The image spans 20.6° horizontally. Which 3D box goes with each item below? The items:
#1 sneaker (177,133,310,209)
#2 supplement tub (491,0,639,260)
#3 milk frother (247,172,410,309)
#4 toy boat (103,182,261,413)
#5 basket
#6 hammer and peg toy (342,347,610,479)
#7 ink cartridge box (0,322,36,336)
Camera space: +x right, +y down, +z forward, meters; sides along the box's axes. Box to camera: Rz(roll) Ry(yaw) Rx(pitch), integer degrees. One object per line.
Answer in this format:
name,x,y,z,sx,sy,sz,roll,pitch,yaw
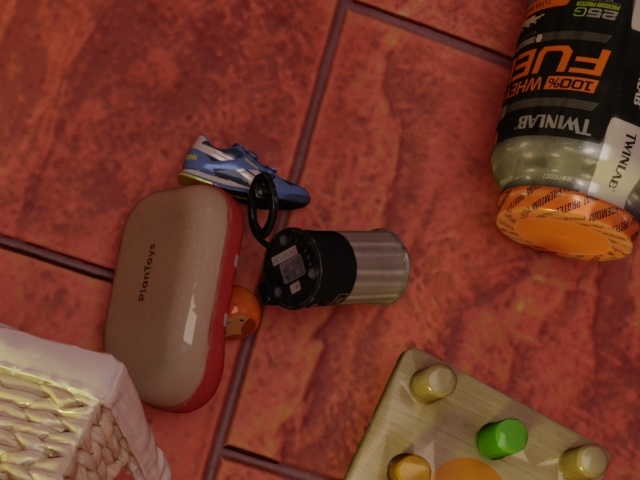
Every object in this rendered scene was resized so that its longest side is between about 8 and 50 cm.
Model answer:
sneaker,-0.076,-0.071,1.865,0.144,0.053,0.059,17,71,-13
supplement tub,0.298,-0.149,1.914,0.193,0.193,0.316,18,73,-11
milk frother,0.000,0.000,1.819,0.135,0.129,0.143,0,86,-46
toy boat,-0.123,0.065,1.791,0.151,0.151,0.231,23,70,-40
basket,-0.328,0.242,1.508,0.331,0.328,0.266,12,60,13
hammer and peg toy,0.192,0.305,1.813,0.361,0.127,0.266,29,71,-8
ink cartridge box,-0.388,0.115,1.728,0.209,0.062,0.109,22,72,-10
